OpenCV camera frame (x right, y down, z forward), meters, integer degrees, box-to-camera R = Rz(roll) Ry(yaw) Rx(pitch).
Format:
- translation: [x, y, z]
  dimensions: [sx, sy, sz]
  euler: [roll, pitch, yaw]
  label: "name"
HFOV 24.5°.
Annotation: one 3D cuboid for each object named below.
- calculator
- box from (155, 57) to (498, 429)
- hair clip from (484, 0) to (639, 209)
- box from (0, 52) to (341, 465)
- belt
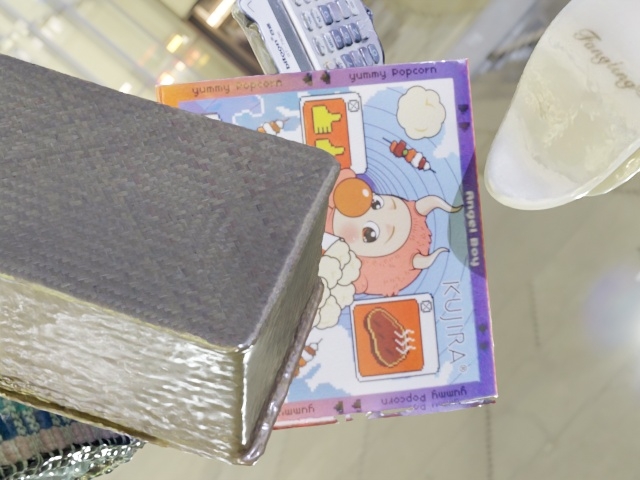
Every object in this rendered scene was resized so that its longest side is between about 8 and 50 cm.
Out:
- translation: [-0.006, -0.259, 1.848]
  dimensions: [0.040, 0.177, 0.268]
  euler: [-22, 4, 41]
  label: "calculator"
- translation: [0.000, 0.000, 1.536]
  dimensions: [0.257, 0.318, 0.349]
  euler: [-164, 70, -83]
  label: "box"
- translation: [0.272, -0.140, 1.364]
  dimensions: [0.113, 0.172, 0.282]
  euler: [8, -51, -50]
  label: "hair clip"
- translation: [-0.140, 0.012, 0.996]
  dimensions: [0.143, 0.273, 0.184]
  euler: [97, -167, -52]
  label: "box"
- translation: [-0.295, 0.152, 1.294]
  dimensions: [0.207, 0.160, 0.295]
  euler: [-29, -14, 28]
  label: "belt"
